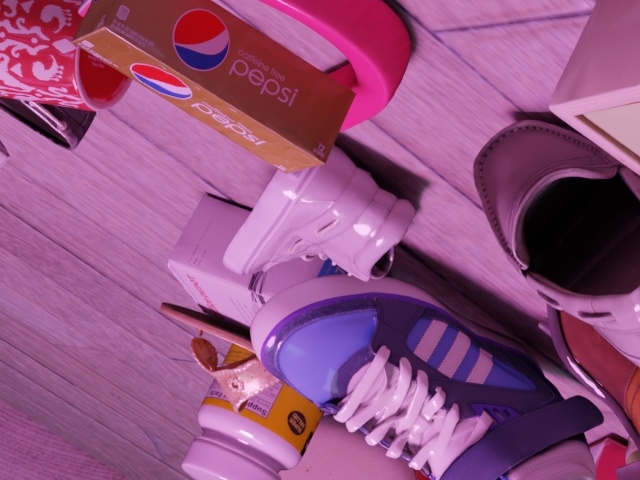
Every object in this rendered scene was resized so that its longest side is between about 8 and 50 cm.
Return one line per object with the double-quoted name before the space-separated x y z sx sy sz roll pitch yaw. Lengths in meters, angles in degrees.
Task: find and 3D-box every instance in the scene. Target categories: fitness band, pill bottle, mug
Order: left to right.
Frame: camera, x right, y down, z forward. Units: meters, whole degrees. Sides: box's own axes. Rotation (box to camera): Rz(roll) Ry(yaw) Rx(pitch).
"mug" -0.224 -0.168 1.548 0.169 0.150 0.113 13 123 26
"fitness band" -0.054 -0.148 1.400 0.209 0.054 0.291 29 164 -16
"pill bottle" -0.054 0.162 2.044 0.119 0.208 0.119 24 164 8

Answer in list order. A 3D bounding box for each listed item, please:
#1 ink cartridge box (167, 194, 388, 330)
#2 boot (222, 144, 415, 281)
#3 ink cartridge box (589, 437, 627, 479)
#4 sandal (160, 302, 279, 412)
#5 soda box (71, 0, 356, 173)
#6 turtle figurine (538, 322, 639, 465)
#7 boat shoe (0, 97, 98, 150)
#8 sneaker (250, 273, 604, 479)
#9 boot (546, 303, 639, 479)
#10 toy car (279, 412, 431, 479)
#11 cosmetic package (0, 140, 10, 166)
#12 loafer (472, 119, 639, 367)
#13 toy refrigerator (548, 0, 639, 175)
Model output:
"ink cartridge box" -0.029 0.045 1.878 0.190 0.082 0.139 21 163 23
"boot" 0.000 0.000 1.671 0.123 0.095 0.258 34 162 -1
"ink cartridge box" 0.377 0.338 2.063 0.306 0.131 0.226 28 163 0
"sandal" -0.058 0.136 1.948 0.240 0.079 0.088 19 -177 9
"soda box" -0.069 -0.115 1.326 0.181 0.058 0.061 30 163 -23
"turtle figurine" 0.355 0.187 1.697 0.266 0.275 0.198 14 150 -35
"boat shoe" -0.292 -0.153 1.701 0.219 0.070 0.078 29 163 -7
"sneaker" 0.106 0.165 1.718 0.322 0.130 0.236 19 -149 -32
"boot" 0.295 0.070 1.374 0.096 0.264 0.280 -1 161 -38
"toy car" 0.068 0.262 2.279 0.210 0.219 0.238 14 -171 33
"cosmetic package" -0.461 -0.159 1.699 0.365 0.155 0.197 43 -178 -40
"loafer" 0.168 -0.011 1.243 0.111 0.112 0.319 37 -176 -29
"toy refrigerator" 0.271 -0.042 1.145 0.269 0.094 0.102 34 162 -21
